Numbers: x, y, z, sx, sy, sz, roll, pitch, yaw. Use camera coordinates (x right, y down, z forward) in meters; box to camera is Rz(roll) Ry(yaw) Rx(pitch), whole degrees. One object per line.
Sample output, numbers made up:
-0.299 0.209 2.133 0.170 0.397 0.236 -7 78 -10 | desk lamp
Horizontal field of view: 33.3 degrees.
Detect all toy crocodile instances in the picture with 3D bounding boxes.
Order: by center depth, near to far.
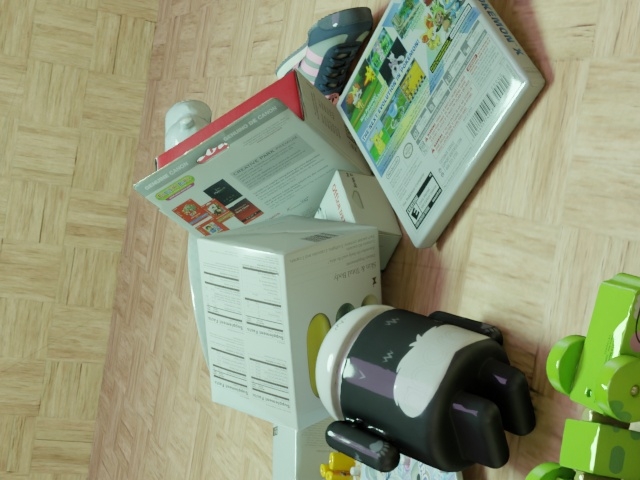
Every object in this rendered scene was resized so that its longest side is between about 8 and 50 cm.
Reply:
0.287 0.201 1.074 0.115 0.105 0.340 -173 96 -69 | toy crocodile

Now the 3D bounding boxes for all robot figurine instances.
0.123 0.181 1.313 0.278 0.209 0.173 16 98 41 | robot figurine

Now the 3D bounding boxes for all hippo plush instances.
-0.232 -0.179 2.306 0.294 0.237 0.234 -104 31 -44 | hippo plush

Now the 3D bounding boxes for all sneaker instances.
0.020 -0.307 1.929 0.319 0.112 0.131 142 115 -64 | sneaker

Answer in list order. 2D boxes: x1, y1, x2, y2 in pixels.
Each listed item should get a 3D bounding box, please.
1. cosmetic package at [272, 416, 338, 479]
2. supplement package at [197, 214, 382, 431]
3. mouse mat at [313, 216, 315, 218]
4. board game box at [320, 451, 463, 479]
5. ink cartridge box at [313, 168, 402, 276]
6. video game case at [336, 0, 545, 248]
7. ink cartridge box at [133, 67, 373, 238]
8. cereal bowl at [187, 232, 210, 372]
-0.027 0.333 1.825 0.117 0.085 0.231 142 133 -61 | cosmetic package
-0.040 0.114 1.617 0.198 0.199 0.262 9 109 44 | supplement package
0.004 -0.094 1.886 0.190 0.007 0.152 -30 52 33 | mouse mat
0.096 0.398 1.492 0.390 0.050 0.390 115 155 -46 | board game box
0.042 0.011 1.752 0.153 0.087 0.208 -105 31 -44 | ink cartridge box
0.154 -0.205 1.512 0.300 0.036 0.329 63 142 31 | video game case
-0.117 -0.135 1.792 0.309 0.272 0.130 -29 48 22 | ink cartridge box
-0.145 0.123 2.038 0.339 0.141 0.339 -10 -90 -88 | cereal bowl
